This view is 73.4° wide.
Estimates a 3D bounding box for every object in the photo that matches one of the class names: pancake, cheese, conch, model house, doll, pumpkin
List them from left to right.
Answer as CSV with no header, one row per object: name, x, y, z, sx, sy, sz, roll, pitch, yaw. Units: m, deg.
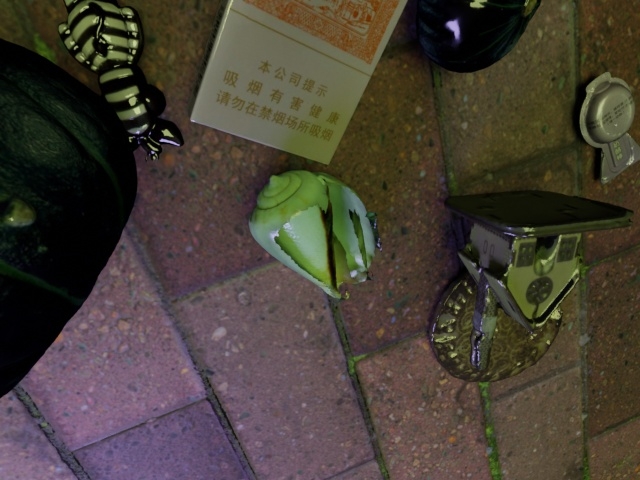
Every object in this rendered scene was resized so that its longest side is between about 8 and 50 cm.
pumpkin,-0.346,-0.013,0.401,0.266,0.363,0.363,31,99,-24
doll,-0.242,-0.202,0.515,0.090,0.067,0.220,-18,108,-5
conch,0.010,-0.006,0.617,0.250,0.137,0.143,40,95,-24
pumpkin,0.203,-0.311,0.540,0.149,0.194,0.194,12,111,21
pancake,0.342,0.156,0.830,0.288,0.033,0.286,-13,111,-11
model house,0.324,0.070,0.694,0.218,0.205,0.279,-7,110,-12
cheese,0.496,-0.193,0.734,0.105,0.042,0.191,-35,116,1

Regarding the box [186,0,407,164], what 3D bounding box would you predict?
box,-0.002,-0.282,0.499,0.204,0.051,0.365,12,119,-32
